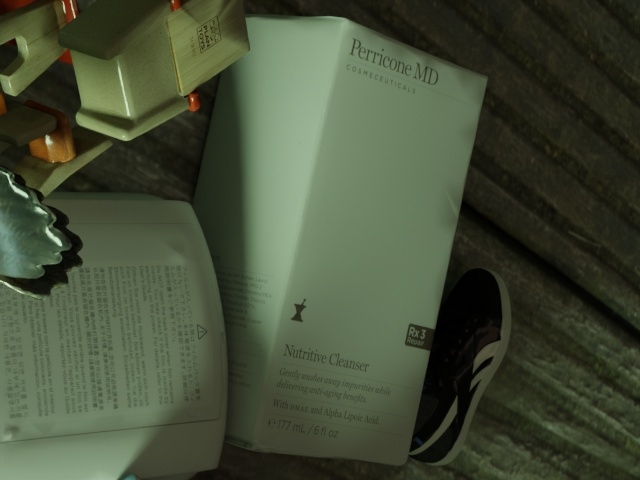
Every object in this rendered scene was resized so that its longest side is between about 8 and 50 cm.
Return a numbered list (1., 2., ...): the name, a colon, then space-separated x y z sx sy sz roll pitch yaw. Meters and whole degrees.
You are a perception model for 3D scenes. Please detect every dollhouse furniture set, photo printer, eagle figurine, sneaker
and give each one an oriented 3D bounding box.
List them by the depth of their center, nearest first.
1. eagle figurine: -0.324 -0.019 1.269 0.298 0.226 0.225 -16 133 -2
2. dollhouse furniture set: -0.196 -0.167 1.377 0.135 0.259 0.262 -41 137 -36
3. photo printer: -0.203 0.085 1.508 0.308 0.107 0.256 -2 83 -47
4. sneaker: 0.123 0.122 1.914 0.121 0.079 0.216 23 82 -48

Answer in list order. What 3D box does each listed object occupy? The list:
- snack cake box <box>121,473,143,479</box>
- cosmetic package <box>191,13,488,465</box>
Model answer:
1. snack cake box: -0.203 0.321 1.495 0.264 0.089 0.152 -35 133 9
2. cosmetic package: 0.000 0.000 1.704 0.217 0.156 0.385 13 89 -46
